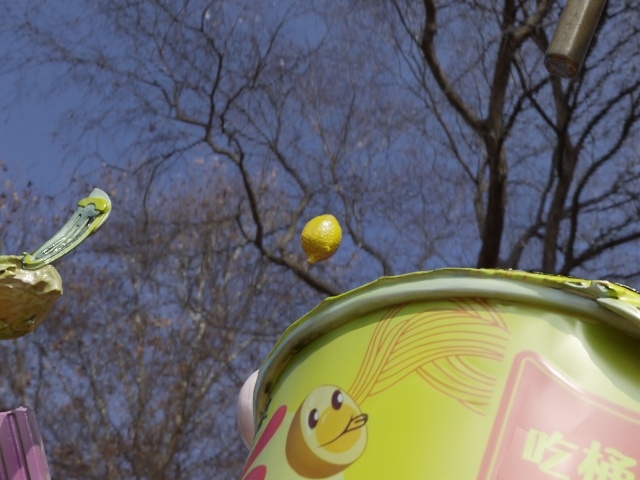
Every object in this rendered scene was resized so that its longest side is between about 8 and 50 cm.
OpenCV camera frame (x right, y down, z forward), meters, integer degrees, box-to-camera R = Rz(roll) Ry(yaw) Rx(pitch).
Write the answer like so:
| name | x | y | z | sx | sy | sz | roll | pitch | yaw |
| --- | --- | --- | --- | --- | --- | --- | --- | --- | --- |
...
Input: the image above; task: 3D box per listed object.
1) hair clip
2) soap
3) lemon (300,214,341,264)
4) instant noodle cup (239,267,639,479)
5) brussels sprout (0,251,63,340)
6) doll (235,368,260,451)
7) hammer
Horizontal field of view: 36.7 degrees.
| name | x | y | z | sx | sy | sz | roll | pitch | yaw |
| --- | --- | --- | --- | --- | --- | --- | --- | --- | --- |
| hair clip | -0.373 | -0.010 | 1.440 | 0.060 | 0.188 | 0.033 | 14 | -44 | 29 |
| soap | -0.482 | 0.369 | 1.490 | 0.122 | 0.203 | 0.065 | -15 | -14 | -10 |
| lemon | 0.000 | 0.000 | 1.520 | 0.065 | 0.092 | 0.065 | 18 | -24 | 9 |
| instant noodle cup | 0.067 | 0.193 | 0.413 | 0.311 | 0.221 | 0.311 | 14 | -46 | 15 |
| brussels sprout | -0.500 | 0.090 | 1.568 | 0.181 | 0.100 | 0.139 | -14 | -91 | 2 |
| doll | -0.023 | 0.249 | 0.875 | 0.094 | 0.365 | 0.160 | -27 | -55 | 30 |
| hammer | 0.350 | -0.380 | 1.081 | 0.044 | 0.440 | 0.168 | 14 | -14 | 46 |
